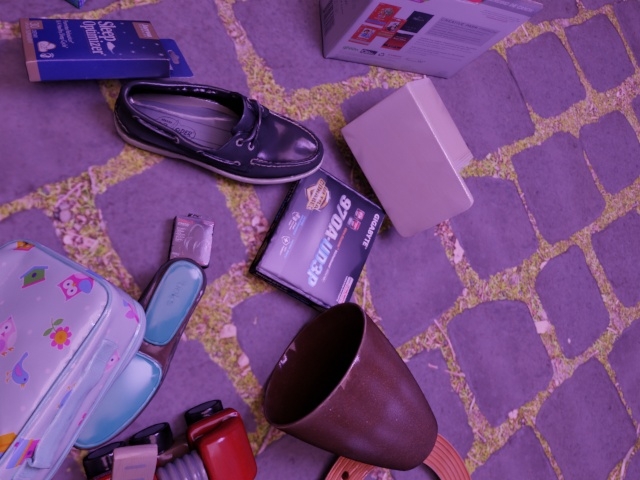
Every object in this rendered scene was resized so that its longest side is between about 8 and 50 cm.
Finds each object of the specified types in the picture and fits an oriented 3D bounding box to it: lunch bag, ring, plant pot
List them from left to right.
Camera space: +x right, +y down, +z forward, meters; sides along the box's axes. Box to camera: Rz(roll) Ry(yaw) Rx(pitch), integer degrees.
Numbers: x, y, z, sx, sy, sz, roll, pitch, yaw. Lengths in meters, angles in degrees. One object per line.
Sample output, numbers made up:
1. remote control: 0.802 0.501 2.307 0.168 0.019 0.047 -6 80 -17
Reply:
1. lunch bag: -0.357 0.154 0.576 0.224 0.108 0.279 22 69 19
2. plant pot: 0.068 0.252 0.757 0.230 0.215 0.215 43 66 -17
3. ring: 0.131 0.488 0.836 0.336 0.032 0.337 5 78 -23

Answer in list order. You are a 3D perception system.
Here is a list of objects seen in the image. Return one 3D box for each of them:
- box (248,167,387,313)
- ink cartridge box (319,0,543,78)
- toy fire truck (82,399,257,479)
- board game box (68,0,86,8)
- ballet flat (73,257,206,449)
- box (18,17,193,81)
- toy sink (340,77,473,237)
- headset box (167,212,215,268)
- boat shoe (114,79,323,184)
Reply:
1. box: 0.000 0.000 0.853 0.175 0.051 0.220 32 68 -16
2. ink cartridge box: 0.196 -0.439 0.903 0.309 0.272 0.130 0 81 -25
3. toy fire truck: -0.184 0.286 0.606 0.217 0.246 0.159 -17 88 -26
4. board game box: -0.427 -0.447 0.678 0.210 0.160 0.047 30 69 -18
5. ballet flat: -0.250 0.152 0.684 0.095 0.096 0.280 37 67 -15
6. box: -0.318 -0.288 0.731 0.225 0.037 0.136 -11 49 -27
7. toy sink: 0.175 -0.150 0.888 0.234 0.152 0.131 59 37 -3
8. headset box: -0.204 -0.001 0.770 0.062 0.032 0.083 11 78 -23
9. boat shoe: -0.146 -0.180 0.763 0.340 0.113 0.127 15 71 -13
